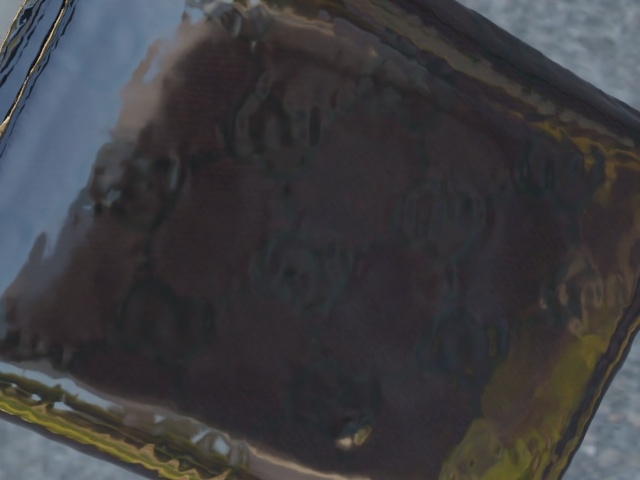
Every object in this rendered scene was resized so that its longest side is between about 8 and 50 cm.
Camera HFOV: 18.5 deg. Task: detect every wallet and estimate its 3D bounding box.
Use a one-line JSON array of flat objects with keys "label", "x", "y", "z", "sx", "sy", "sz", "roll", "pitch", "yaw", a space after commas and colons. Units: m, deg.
[{"label": "wallet", "x": 0.000, "y": 0.000, "z": 0.614, "sx": 0.182, "sy": 0.229, "sz": 0.049, "roll": -64, "pitch": 23, "yaw": -3}]

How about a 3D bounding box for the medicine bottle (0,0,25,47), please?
[{"label": "medicine bottle", "x": -0.173, "y": -0.071, "z": 0.822, "sx": 0.102, "sy": 0.103, "sz": 0.187, "roll": -18, "pitch": 53, "yaw": 36}]
